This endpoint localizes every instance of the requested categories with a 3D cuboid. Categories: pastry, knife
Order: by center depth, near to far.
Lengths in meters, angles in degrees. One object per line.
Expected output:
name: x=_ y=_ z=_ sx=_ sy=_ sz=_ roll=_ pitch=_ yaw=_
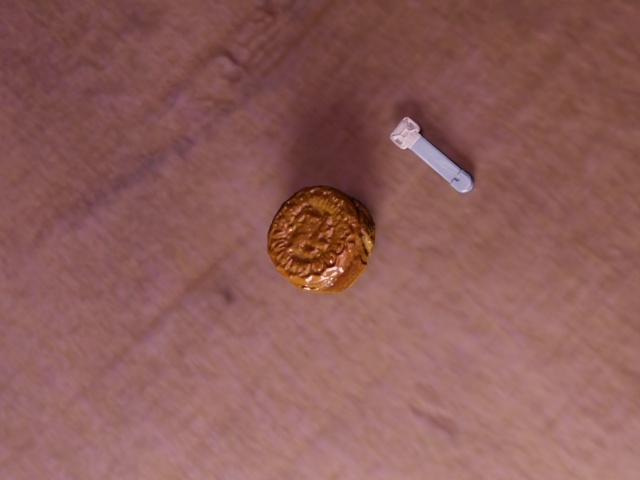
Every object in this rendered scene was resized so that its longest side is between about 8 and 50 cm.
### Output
knife: x=0.102 y=-0.075 z=1.372 sx=0.096 sy=0.010 sz=0.027 roll=43 pitch=100 yaw=24
pastry: x=0.000 y=0.000 z=1.384 sx=0.109 sy=0.057 sz=0.097 roll=-8 pitch=76 yaw=25
